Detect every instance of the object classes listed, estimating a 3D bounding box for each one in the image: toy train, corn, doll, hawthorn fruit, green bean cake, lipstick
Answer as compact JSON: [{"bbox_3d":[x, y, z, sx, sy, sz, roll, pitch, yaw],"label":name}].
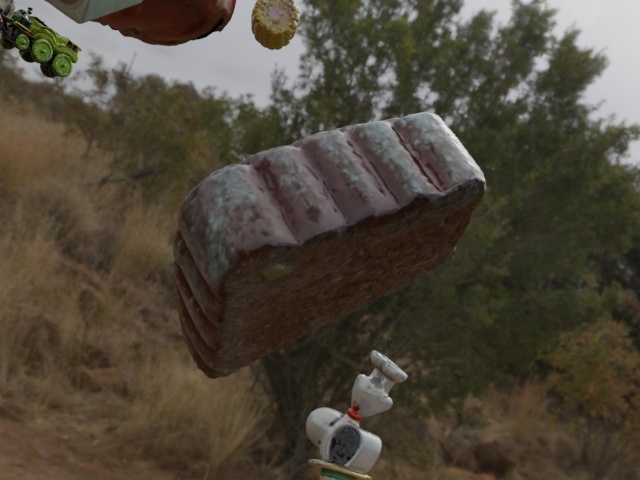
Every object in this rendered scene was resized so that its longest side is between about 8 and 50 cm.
[{"bbox_3d":[-0.496,-0.348,1.196,0.053,0.085,0.250,9,-14,33],"label":"toy train"},{"bbox_3d":[-0.079,-0.372,1.266,0.081,0.081,0.248,21,6,-8],"label":"corn"},{"bbox_3d":[0.080,0.377,1.537,0.144,0.271,0.208,33,20,-47],"label":"doll"},{"bbox_3d":[-0.244,-0.431,1.040,0.276,0.307,0.276,6,-3,0],"label":"hawthorn fruit"},{"bbox_3d":[0.000,0.000,0.582,0.097,0.233,0.198,60,-21,25],"label":"green bean cake"},{"bbox_3d":[-0.105,-0.159,0.430,0.030,0.030,0.129,36,37,3],"label":"lipstick"}]
